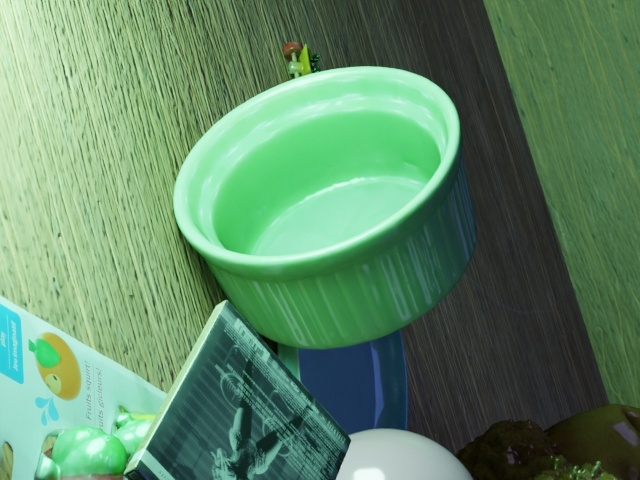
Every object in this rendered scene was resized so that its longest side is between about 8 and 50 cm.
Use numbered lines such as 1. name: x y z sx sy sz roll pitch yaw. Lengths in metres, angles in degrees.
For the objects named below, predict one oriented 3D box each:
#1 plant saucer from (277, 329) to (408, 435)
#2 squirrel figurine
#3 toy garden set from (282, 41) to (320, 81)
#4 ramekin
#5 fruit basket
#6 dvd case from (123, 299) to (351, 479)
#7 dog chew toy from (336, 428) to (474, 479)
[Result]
1. plant saucer: 0.022 0.146 2.100 0.317 0.044 0.317 -8 90 -67
2. squirrel figurine: 0.339 0.401 2.313 0.397 0.281 0.370 28 27 -44
3. toy garden set: 0.022 -0.131 2.453 0.244 0.049 0.203 45 31 -55
4. ramekin: 0.015 -0.029 1.930 0.303 0.303 0.148 -87 161 -49
5. fruit basket: -0.131 0.232 1.428 0.353 0.165 0.327 45 31 -49
6. dvd case: -0.059 0.168 1.459 0.164 0.018 0.221 49 32 -16
7. dog chew toy: 0.041 0.323 1.815 0.206 0.207 0.332 66 25 -16
